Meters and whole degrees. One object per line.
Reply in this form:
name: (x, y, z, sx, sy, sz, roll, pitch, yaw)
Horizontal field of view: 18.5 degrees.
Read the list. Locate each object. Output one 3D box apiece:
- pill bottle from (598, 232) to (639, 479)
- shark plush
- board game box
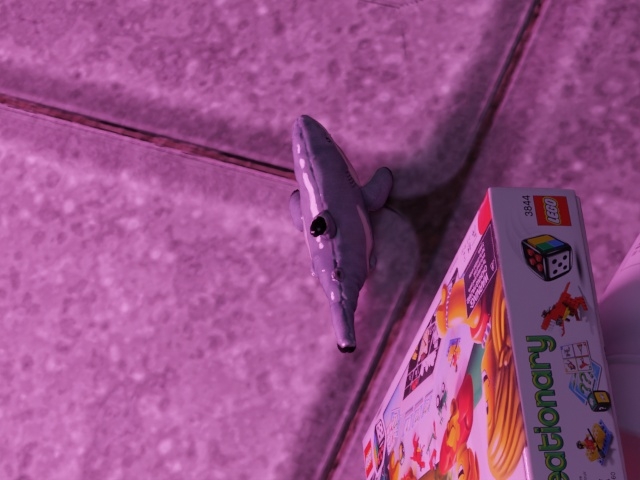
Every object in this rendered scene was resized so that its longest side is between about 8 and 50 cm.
pill bottle: (0.248, 0.034, 1.089, 0.160, 0.160, 0.283, 20, 61, 28)
shark plush: (0.000, 0.000, 1.285, 0.073, 0.067, 0.161, -3, 62, 18)
board game box: (0.085, 0.132, 1.053, 0.053, 0.305, 0.193, 1, 59, -12)
